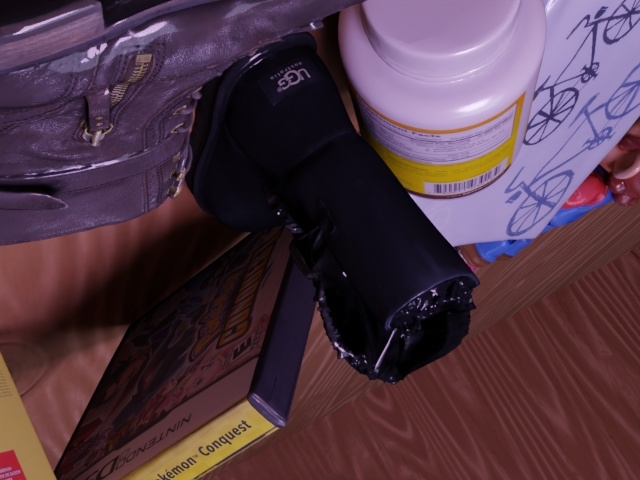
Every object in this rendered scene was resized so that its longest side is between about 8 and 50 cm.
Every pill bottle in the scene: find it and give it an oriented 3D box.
[{"bbox_3d":[0.074,-0.106,0.596,0.117,0.117,0.215,-31,165,-1],"label":"pill bottle"}]

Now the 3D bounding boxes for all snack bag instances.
[{"bbox_3d":[0.197,-0.109,0.861,0.342,0.037,0.323,-7,139,-50],"label":"snack bag"}]

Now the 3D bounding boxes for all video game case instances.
[{"bbox_3d":[-0.101,0.095,0.752,0.248,0.035,0.275,-36,-160,27],"label":"video game case"}]

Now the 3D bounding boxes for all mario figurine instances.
[{"bbox_3d":[0.296,-0.095,1.123,0.320,0.170,0.198,-29,-156,33],"label":"mario figurine"}]

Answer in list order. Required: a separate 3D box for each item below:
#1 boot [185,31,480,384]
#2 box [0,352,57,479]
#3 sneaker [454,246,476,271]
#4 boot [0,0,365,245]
[{"bbox_3d":[0.000,0.000,0.619,0.094,0.207,0.246,-27,165,-16],"label":"boot"},{"bbox_3d":[-0.229,0.168,0.660,0.087,0.232,0.058,-37,161,27],"label":"box"},{"bbox_3d":[0.163,0.019,1.270,0.170,0.075,0.063,-48,154,-25],"label":"sneaker"},{"bbox_3d":[-0.075,-0.082,0.467,0.263,0.091,0.229,-15,161,-15],"label":"boot"}]
